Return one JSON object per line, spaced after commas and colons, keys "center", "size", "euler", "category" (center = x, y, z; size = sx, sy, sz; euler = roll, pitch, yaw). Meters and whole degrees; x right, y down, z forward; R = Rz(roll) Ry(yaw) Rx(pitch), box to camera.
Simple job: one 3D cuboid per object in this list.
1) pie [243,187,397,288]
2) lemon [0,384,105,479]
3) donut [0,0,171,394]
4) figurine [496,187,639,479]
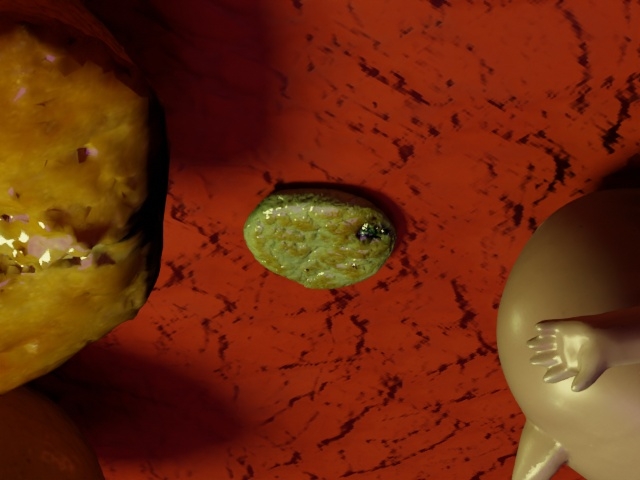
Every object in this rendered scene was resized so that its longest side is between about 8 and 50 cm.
{"center": [0.000, 0.000, 0.839], "size": [0.085, 0.017, 0.085], "euler": [3, 148, 2], "category": "pie"}
{"center": [-0.243, 0.175, 0.990], "size": [0.260, 0.204, 0.204], "euler": [12, 148, -9], "category": "lemon"}
{"center": [-0.178, -0.011, 0.684], "size": [0.253, 0.118, 0.253], "euler": [-20, 140, -18], "category": "donut"}
{"center": [0.201, 0.026, 0.718], "size": [0.186, 0.176, 0.287], "euler": [38, 127, -4], "category": "figurine"}
